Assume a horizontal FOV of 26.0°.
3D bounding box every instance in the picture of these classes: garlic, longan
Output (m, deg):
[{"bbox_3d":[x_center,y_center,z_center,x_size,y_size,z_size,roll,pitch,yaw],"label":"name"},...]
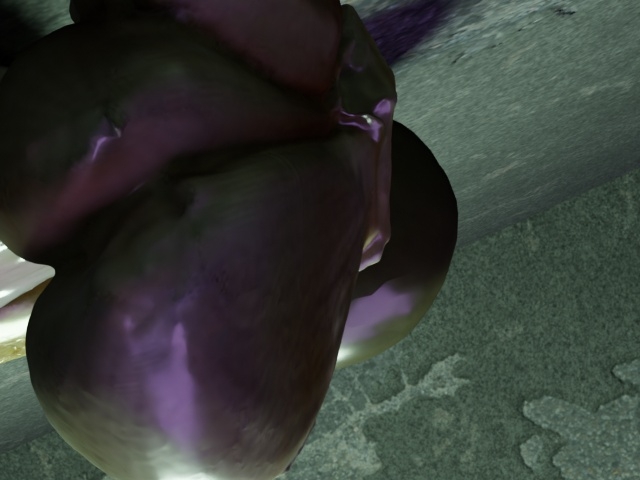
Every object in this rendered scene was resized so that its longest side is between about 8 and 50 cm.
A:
[{"bbox_3d":[-0.056,-0.015,0.645,0.132,0.279,0.325,-1,-171,23],"label":"garlic"},{"bbox_3d":[0.000,0.000,1.022,0.212,0.198,0.198,-12,175,16],"label":"longan"}]

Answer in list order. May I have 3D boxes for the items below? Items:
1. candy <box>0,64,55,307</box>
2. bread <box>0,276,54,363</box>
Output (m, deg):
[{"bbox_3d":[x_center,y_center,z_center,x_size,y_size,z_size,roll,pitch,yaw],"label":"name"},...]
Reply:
[{"bbox_3d":[-0.251,0.009,0.707,0.265,0.116,0.155,-29,168,20],"label":"candy"},{"bbox_3d":[-0.228,0.031,0.929,0.213,0.105,0.213,-22,175,-2],"label":"bread"}]
